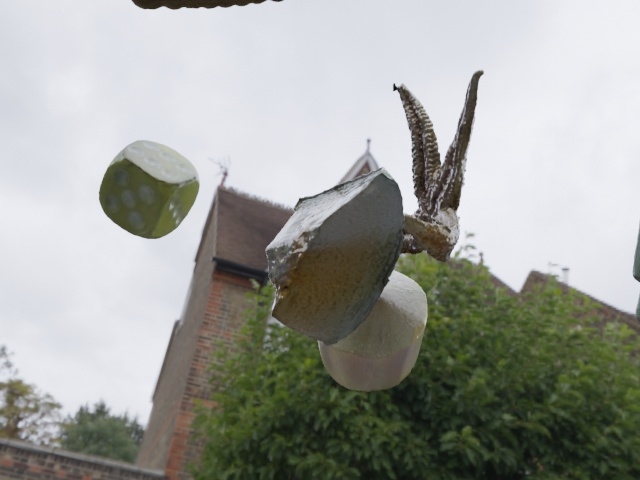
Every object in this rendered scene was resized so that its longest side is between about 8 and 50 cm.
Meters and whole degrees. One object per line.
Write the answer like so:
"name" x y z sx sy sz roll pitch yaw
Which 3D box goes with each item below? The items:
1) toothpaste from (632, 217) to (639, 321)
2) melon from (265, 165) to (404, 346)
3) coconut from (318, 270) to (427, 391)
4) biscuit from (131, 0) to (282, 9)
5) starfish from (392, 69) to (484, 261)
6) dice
"toothpaste" 0.329 -0.048 0.626 0.067 0.255 0.037 11 0 15
"melon" 0.002 -0.002 0.648 0.093 0.139 0.202 4 -56 -31
"coconut" 0.103 0.176 1.410 0.239 0.239 0.244 7 -40 6
"biscuit" -0.119 -0.425 0.745 0.217 0.044 0.325 -11 -54 -25
"starfish" 0.157 -0.075 1.106 0.132 0.384 0.398 2 8 -2
"dice" -0.393 -0.118 1.550 0.169 0.166 0.169 33 -62 7
